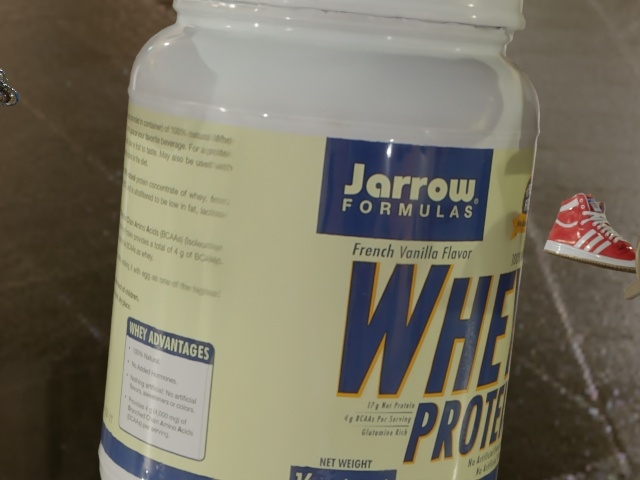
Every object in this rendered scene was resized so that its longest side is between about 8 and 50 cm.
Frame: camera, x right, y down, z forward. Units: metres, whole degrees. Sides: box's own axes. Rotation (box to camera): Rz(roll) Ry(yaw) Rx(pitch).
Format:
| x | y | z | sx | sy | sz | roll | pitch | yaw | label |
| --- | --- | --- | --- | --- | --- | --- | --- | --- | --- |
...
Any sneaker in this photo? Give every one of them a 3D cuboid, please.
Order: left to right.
| x | y | z | sx | sy | sz | roll | pitch | yaw | label |
| --- | --- | --- | --- | --- | --- | --- | --- | --- | --- |
| 0.271 | -0.008 | 1.414 | 0.118 | 0.067 | 0.042 | 15 | -3 | 41 | sneaker |

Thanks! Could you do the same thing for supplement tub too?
| x | y | z | sx | sy | sz | roll | pitch | yaw | label |
| --- | --- | --- | --- | --- | --- | --- | --- | --- | --- |
| 0.000 | 0.000 | 0.852 | 0.235 | 0.325 | 0.235 | 5 | 9 | -1 | supplement tub |

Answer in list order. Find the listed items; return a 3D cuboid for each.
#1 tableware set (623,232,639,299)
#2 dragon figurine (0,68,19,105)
| x | y | z | sx | sy | sz | roll | pitch | yaw | label |
| --- | --- | --- | --- | --- | --- | --- | --- | --- | --- |
| 0.202 | -0.045 | 0.753 | 0.020 | 0.169 | 0.141 | 14 | -18 | -14 | tableware set |
| -0.363 | -0.147 | 1.076 | 0.289 | 0.085 | 0.144 | 30 | 12 | 7 | dragon figurine |
